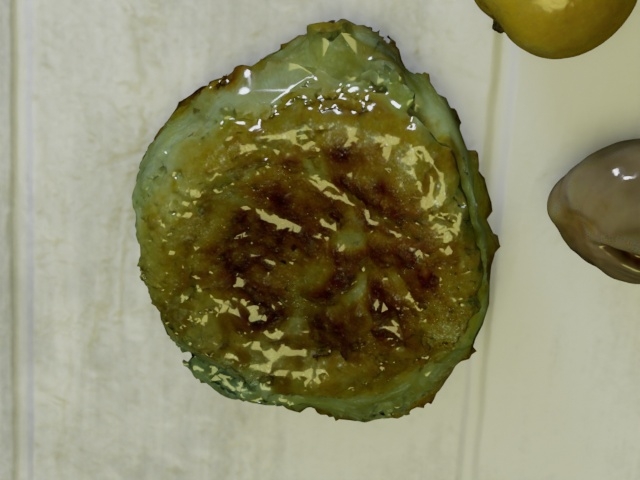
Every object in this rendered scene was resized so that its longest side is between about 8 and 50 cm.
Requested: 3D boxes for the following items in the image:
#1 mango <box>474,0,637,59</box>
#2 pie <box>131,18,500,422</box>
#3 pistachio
[{"bbox_3d":[0.181,-0.236,1.436,0.137,0.098,0.195,9,100,4],"label":"mango"},{"bbox_3d":[0.000,0.000,1.545,0.288,0.103,0.354,-8,112,17],"label":"pie"},{"bbox_3d":[0.274,-0.028,1.496,0.185,0.124,0.124,-8,110,-7],"label":"pistachio"}]
